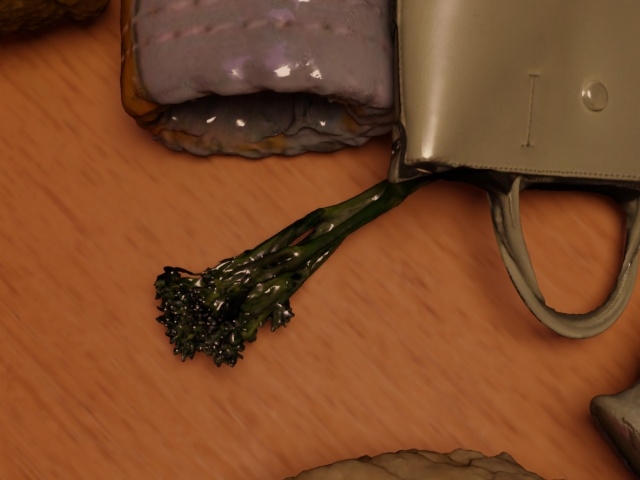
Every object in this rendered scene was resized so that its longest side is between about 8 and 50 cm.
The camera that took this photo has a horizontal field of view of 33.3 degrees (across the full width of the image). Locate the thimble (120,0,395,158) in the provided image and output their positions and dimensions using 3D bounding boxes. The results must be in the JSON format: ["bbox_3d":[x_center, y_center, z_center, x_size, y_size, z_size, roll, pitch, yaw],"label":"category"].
[{"bbox_3d":[-0.033,-0.115,0.584,0.151,0.127,0.117,-2,79,1],"label":"thimble"}]

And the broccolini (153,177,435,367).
[{"bbox_3d":[0.004,0.010,0.604,0.201,0.074,0.058,-25,118,-15],"label":"broccolini"}]

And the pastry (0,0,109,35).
[{"bbox_3d":[-0.185,-0.196,0.567,0.103,0.189,0.188,-20,81,-1],"label":"pastry"}]

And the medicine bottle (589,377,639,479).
[{"bbox_3d":[0.231,0.091,0.540,0.143,0.147,0.147,-42,83,-3],"label":"medicine bottle"}]

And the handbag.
[{"bbox_3d":[0.142,-0.108,0.571,0.241,0.109,0.315,2,80,-27],"label":"handbag"}]

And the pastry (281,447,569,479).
[{"bbox_3d":[0.059,0.252,0.518,0.330,0.136,0.329,0,80,1],"label":"pastry"}]
